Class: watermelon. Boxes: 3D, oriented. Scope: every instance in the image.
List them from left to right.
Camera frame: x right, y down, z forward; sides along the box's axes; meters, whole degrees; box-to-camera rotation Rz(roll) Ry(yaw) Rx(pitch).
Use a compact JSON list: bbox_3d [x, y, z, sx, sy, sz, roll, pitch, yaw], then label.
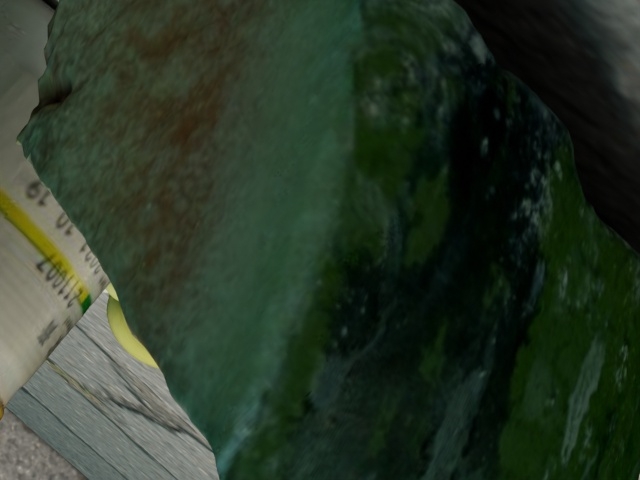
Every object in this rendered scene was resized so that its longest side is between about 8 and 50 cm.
[{"bbox_3d":[0.014,-0.007,0.701,0.302,0.151,0.264,49,-175,40],"label":"watermelon"}]

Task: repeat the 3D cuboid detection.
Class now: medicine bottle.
[{"bbox_3d":[-0.231,-0.020,1.072,0.238,0.232,0.238,37,165,12],"label":"medicine bottle"}]

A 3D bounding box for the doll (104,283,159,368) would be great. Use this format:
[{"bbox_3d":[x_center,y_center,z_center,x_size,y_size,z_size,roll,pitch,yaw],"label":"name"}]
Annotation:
[{"bbox_3d":[-0.099,0.049,1.285,0.106,0.062,0.162,37,166,-8],"label":"doll"}]
